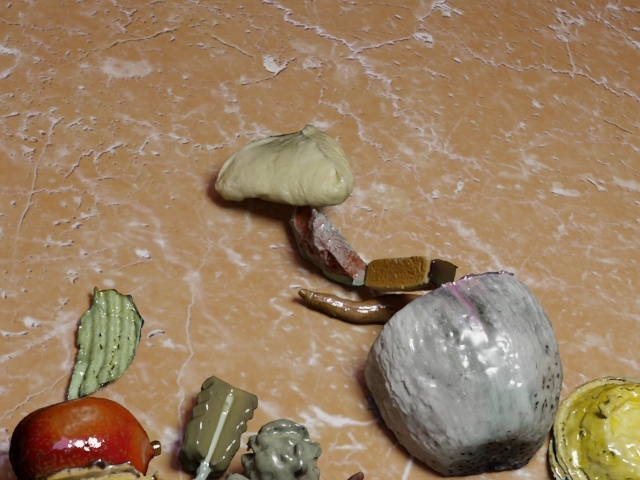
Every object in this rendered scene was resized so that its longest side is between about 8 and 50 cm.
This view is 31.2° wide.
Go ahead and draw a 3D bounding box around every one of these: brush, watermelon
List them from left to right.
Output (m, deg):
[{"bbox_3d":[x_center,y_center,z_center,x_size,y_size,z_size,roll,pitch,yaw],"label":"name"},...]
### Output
[{"bbox_3d":[-0.160,0.314,1.506,0.084,0.071,0.301,20,52,-2],"label":"brush"},{"bbox_3d":[0.000,0.000,1.803,0.071,0.139,0.187,-42,66,-6],"label":"watermelon"}]

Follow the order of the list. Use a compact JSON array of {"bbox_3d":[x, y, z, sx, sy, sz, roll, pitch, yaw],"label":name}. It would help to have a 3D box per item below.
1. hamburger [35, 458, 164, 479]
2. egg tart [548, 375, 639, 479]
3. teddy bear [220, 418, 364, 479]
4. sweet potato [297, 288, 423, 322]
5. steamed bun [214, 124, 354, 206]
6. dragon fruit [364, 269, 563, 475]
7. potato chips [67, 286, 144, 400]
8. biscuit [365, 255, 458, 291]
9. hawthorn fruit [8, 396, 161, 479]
[{"bbox_3d":[-0.343,0.430,1.159,0.446,0.268,0.287,-9,31,-16],"label":"hamburger"},{"bbox_3d":[0.462,0.301,1.663,0.291,0.107,0.290,8,46,-9],"label":"egg tart"},{"bbox_3d":[0.013,0.360,1.324,0.357,0.367,0.224,21,87,16],"label":"teddy bear"},{"bbox_3d":[0.070,0.102,1.775,0.214,0.050,0.050,3,48,-7],"label":"sweet potato"},{"bbox_3d":[-0.040,-0.133,1.880,0.231,0.110,0.212,4,20,20],"label":"steamed bun"},{"bbox_3d":[0.230,0.192,1.631,0.283,0.204,0.221,-7,52,-21],"label":"dragon fruit"},{"bbox_3d":[-0.304,0.150,1.635,0.092,0.028,0.207,9,45,-6],"label":"potato chips"},{"bbox_3d":[0.134,0.053,1.714,0.056,0.188,0.052,10,83,-26],"label":"biscuit"},{"bbox_3d":[-0.293,0.270,1.442,0.188,0.169,0.169,-16,55,-27],"label":"hawthorn fruit"}]
